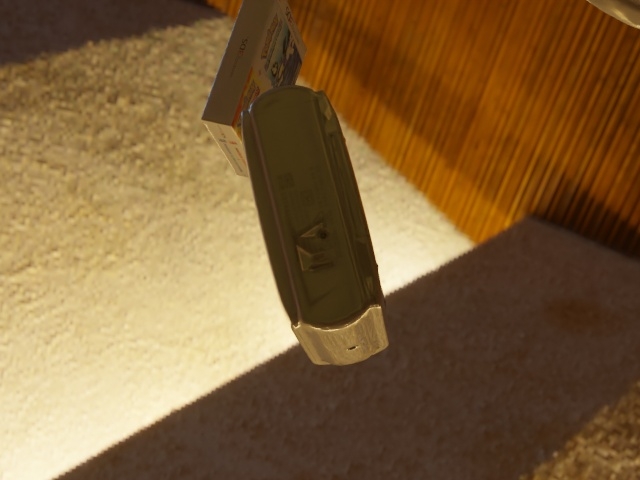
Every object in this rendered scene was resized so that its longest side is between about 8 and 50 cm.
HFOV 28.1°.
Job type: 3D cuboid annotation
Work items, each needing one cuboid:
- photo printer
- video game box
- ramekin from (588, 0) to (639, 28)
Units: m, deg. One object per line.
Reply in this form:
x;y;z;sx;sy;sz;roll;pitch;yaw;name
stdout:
0.000;0.000;1.383;0.107;0.307;0.256;-14;-104;2;photo printer
-0.082;-0.206;1.662;0.048;0.205;0.187;13;165;17;video game box
0.384;-0.360;1.432;0.272;0.127;0.273;12;-132;-13;ramekin
